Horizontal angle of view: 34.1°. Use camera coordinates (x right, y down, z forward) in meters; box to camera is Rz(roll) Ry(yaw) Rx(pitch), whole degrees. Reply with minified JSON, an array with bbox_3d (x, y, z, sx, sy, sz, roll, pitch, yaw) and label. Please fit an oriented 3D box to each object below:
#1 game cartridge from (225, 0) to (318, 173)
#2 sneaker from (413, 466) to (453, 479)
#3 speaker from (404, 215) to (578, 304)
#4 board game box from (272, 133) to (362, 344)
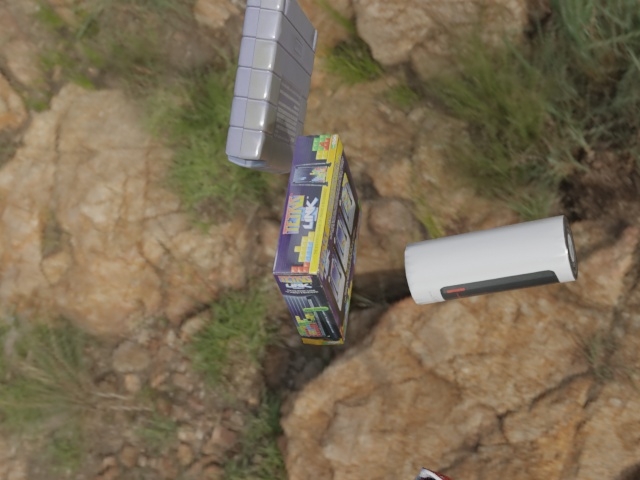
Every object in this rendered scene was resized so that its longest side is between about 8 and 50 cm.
[{"bbox_3d":[-0.065,-0.210,1.439,0.068,0.355,0.230,13,93,6],"label":"game cartridge"},{"bbox_3d":[0.095,0.165,0.624,0.118,0.067,0.042,-16,56,61],"label":"sneaker"},{"bbox_3d":[0.140,0.017,0.867,0.136,0.055,0.055,-10,67,19],"label":"speaker"},{"bbox_3d":[0.000,0.000,1.072,0.048,0.141,0.170,-1,55,15],"label":"board game box"}]
